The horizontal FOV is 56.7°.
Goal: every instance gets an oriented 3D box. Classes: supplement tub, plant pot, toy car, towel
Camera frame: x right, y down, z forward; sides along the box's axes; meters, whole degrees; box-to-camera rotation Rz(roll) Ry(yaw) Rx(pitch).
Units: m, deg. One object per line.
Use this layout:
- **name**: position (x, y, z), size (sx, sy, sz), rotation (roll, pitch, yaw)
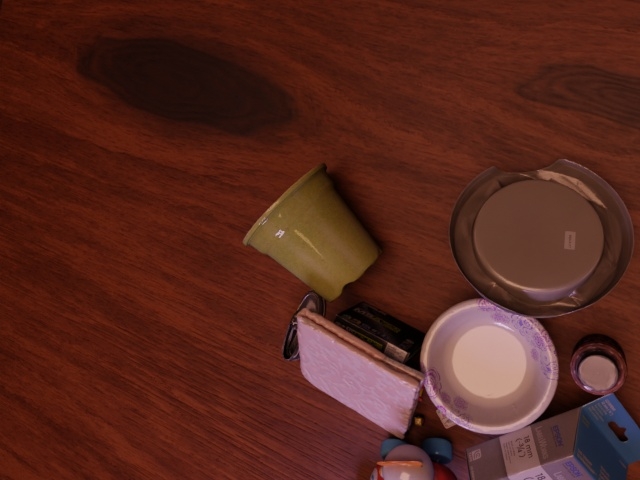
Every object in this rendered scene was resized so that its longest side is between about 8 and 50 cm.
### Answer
- **supplement tub**: position (0.563, 0.251, 1.203), size (0.106, 0.198, 0.106), rotation (-1, 89, 25)
- **plant pot**: position (0.000, 0.000, 1.428), size (0.254, 0.276, 0.276), rotation (45, 110, 2)
- **toy car**: position (0.184, 0.529, 1.335), size (0.210, 0.238, 0.219), rotation (-10, 47, 25)
- **towel**: position (0.083, 0.317, 1.399), size (0.317, 0.053, 0.332), rotation (27, 148, 19)

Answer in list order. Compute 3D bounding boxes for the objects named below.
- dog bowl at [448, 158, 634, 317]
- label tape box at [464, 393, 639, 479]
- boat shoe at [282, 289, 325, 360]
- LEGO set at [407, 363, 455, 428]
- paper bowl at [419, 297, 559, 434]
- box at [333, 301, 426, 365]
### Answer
- **dog bowl**: position (0.444, 0.000, 1.225), size (0.349, 0.102, 0.348), rotation (-4, 68, 11)
- **label tape box**: position (0.512, 0.482, 1.238), size (0.334, 0.106, 0.240), rotation (-32, 117, 24)
- **boat shoe**: position (-0.047, 0.225, 1.552), size (0.075, 0.065, 0.206), rotation (26, 104, 20)
- **LEGO set**: position (0.300, 0.349, 1.413), size (0.244, 0.060, 0.182), rotation (-34, 76, 23)
- **paper bowl**: position (0.369, 0.269, 1.307), size (0.284, 0.148, 0.284), rotation (-2, 84, 16)
- **box**: position (0.144, 0.216, 1.401), size (0.191, 0.184, 0.045), rotation (26, 106, 21)
